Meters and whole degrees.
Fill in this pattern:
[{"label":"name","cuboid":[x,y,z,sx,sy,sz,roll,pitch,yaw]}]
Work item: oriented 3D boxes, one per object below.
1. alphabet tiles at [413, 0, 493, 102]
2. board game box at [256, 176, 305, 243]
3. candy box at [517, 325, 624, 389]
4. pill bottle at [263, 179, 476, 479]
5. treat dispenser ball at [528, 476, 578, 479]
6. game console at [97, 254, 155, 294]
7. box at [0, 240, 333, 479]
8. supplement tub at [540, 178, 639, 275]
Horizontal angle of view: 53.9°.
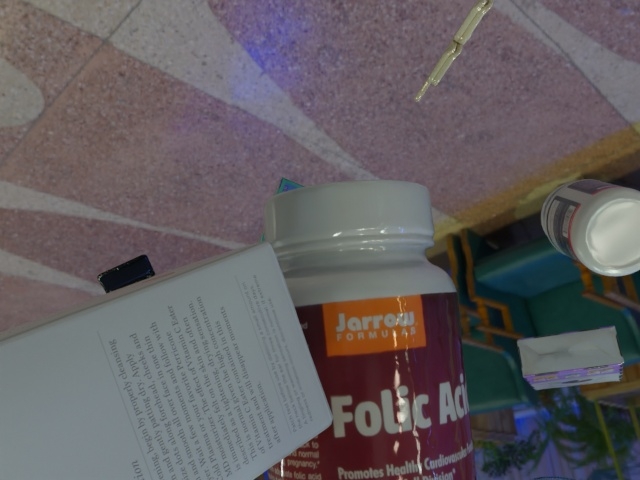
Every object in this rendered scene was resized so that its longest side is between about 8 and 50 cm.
[{"label":"alphabet tiles","cuboid":[0.223,-0.327,0.881,0.021,0.284,0.278,32,137,0]},{"label":"board game box","cuboid":[0.000,0.000,1.120,0.210,0.160,0.047,21,171,-13]},{"label":"candy box","cuboid":[0.461,0.222,1.160,0.164,0.070,0.196,-13,156,20]},{"label":"pill bottle","cuboid":[0.045,0.145,0.686,0.224,0.392,0.224,-5,173,-1]},{"label":"treat dispenser ball","cuboid":[0.424,0.566,1.101,0.288,0.288,0.288,-3,153,-2]},{"label":"game console","cuboid":[-0.468,0.075,1.513,0.122,0.071,0.107,-25,-159,-15]},{"label":"box","cuboid":[-0.198,0.142,0.481,0.345,0.168,0.215,-21,-177,-42]},{"label":"supplement tub","cuboid":[0.626,-0.038,1.432,0.191,0.191,0.272,-5,-169,3]}]
